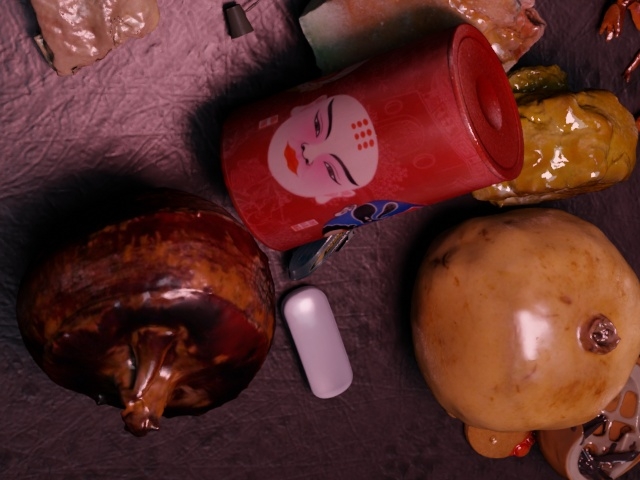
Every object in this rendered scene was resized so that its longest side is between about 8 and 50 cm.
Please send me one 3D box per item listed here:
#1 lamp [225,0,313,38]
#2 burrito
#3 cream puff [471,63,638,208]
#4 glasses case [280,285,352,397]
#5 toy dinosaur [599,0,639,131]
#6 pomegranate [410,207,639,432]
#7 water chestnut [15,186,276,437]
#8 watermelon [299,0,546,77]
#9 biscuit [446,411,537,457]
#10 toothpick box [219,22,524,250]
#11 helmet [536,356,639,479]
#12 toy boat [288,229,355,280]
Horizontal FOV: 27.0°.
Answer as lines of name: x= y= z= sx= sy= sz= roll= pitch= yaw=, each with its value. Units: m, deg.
lamp: x=-0.071 y=-0.312 z=1.753 sx=0.121 sy=0.041 sz=0.054 roll=-23 pitch=105 yaw=-6
burrito: x=-0.311 y=-0.375 z=1.614 sx=0.175 sy=0.107 sz=0.348 roll=-27 pitch=117 yaw=-23
cream puff: x=0.298 y=-0.146 z=1.834 sx=0.281 sy=0.282 sz=0.185 roll=-7 pitch=88 yaw=-16
glasses case: x=-0.005 y=0.147 z=1.928 sx=0.067 sy=0.045 sz=0.179 roll=-23 pitch=115 yaw=-10
toy dinosaur: x=0.513 y=-0.339 z=1.907 sx=0.208 sy=0.097 sz=0.432 roll=8 pitch=110 yaw=-35
pomegranate: x=0.287 y=0.114 z=1.870 sx=0.332 sy=0.332 sz=0.333 roll=-6 pitch=110 yaw=-17
water chestnut: x=-0.215 y=0.113 z=1.688 sx=0.350 sy=0.302 sz=0.350 roll=-6 pitch=143 yaw=-5
watermelon: x=0.155 y=-0.290 z=1.754 sx=0.302 sy=0.151 sz=0.264 roll=-29 pitch=119 yaw=33
biscuit: x=0.272 y=0.248 z=2.065 sx=0.166 sy=0.036 sz=0.226 roll=-22 pitch=114 yaw=-12
toothpick box: x=0.064 y=-0.125 z=1.685 sx=0.333 sy=0.204 sz=0.204 roll=-18 pitch=119 yaw=28
helmet: x=0.412 y=0.272 z=2.064 sx=0.224 sy=0.130 sz=0.198 roll=-52 pitch=131 yaw=-28
toy boat: x=0.000 y=0.000 z=1.873 sx=0.141 sy=0.055 sz=0.060 roll=-51 pitch=139 yaw=3
